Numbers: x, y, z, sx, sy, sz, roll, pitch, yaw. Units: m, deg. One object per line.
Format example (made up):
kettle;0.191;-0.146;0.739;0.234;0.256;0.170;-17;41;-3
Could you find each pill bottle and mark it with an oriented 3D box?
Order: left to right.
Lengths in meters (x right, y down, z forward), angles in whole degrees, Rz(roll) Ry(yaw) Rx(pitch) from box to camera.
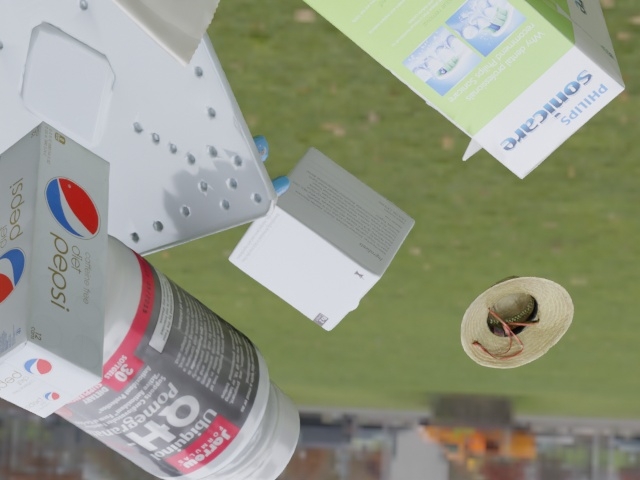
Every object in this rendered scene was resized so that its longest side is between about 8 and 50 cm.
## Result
pill bottle;-0.164;0.140;1.679;0.176;0.176;0.318;-3;148;40

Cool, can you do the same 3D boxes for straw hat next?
straw hat;0.223;0.078;1.943;0.145;0.061;0.144;-6;130;-7

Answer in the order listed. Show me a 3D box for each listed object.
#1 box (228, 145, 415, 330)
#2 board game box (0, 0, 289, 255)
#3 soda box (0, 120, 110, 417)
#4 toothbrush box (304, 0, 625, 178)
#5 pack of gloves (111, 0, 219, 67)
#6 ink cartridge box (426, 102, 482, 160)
box;0.000;0.000;2.249;0.182;0.119;0.181;36;145;-3
board game box;-0.251;-0.169;1.720;0.390;0.390;0.050;-17;-169;38
soda box;-0.208;0.019;1.233;0.069;0.216;0.074;-33;132;30
toothbrush box;0.096;-0.217;1.325;0.283;0.206;0.122;35;117;-22
pack of gloves;-0.165;-0.264;1.246;0.232;0.195;0.046;38;144;-24
ink cartridge box;0.175;-0.189;1.662;0.067;0.198;0.115;35;-136;21
